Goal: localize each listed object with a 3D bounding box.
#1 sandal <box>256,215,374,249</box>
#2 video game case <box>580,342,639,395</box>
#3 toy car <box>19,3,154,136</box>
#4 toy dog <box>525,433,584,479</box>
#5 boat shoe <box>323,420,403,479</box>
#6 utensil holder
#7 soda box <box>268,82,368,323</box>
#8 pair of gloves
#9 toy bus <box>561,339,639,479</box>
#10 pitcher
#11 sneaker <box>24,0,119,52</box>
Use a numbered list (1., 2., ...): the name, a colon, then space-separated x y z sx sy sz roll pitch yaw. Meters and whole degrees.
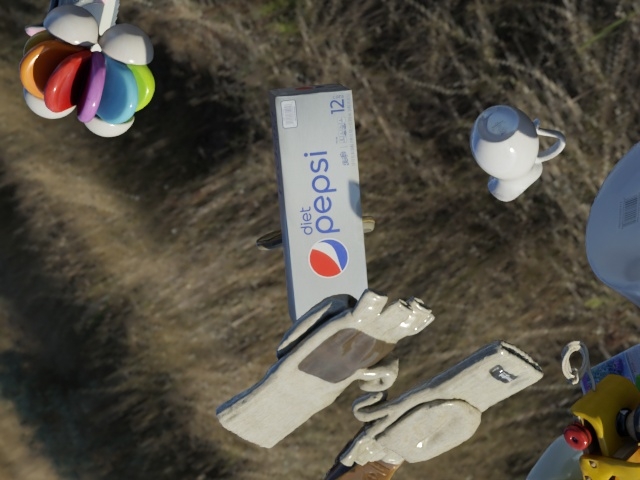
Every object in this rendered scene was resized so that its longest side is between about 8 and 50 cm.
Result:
1. sandal: 0.000 0.000 1.468 0.072 0.180 0.049 -7 91 54
2. video game case: 0.408 0.222 1.425 0.143 0.019 0.157 -41 54 48
3. toy car: -0.315 -0.215 1.478 0.136 0.182 0.159 -94 25 -60
4. toy dog: 0.436 0.549 1.711 0.284 0.395 0.408 49 -174 -18
5. boat shoe: 0.051 0.298 1.411 0.073 0.207 0.073 42 172 -13
6. utensil holder: 0.671 0.024 1.773 0.385 0.327 0.327 30 169 -26
7. soda box: -0.002 -0.038 1.301 0.098 0.091 0.286 -121 25 -75
8. pair of gloves: 0.052 0.126 0.971 0.204 0.240 0.042 -45 39 27
9. toy bus: 0.323 0.218 1.101 0.202 0.191 0.104 25 165 -39
10. pitcher: 0.378 -0.184 2.098 0.125 0.178 0.207 56 -178 33
11. sneaker: -0.361 -0.438 1.649 0.112 0.131 0.319 -155 73 -65
